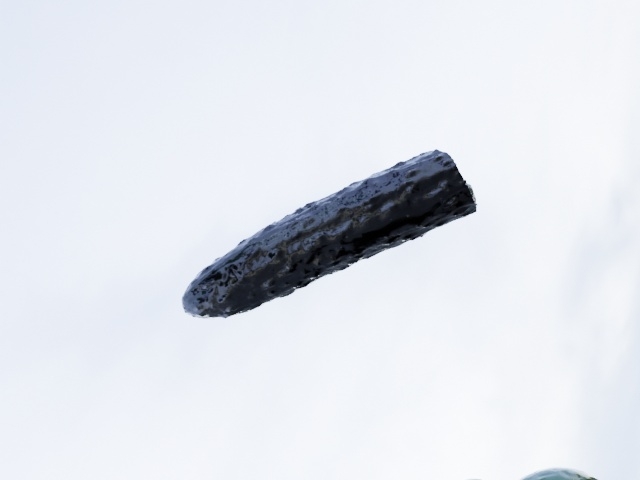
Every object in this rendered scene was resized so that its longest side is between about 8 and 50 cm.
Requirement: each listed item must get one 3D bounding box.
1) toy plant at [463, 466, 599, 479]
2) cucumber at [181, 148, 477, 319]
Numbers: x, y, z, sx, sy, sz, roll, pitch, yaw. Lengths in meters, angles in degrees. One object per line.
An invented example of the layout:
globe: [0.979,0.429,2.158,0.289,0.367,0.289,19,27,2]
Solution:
toy plant: [0.176,0.277,1.349,0.235,0.175,0.218,-34,-26,23]
cucumber: [0.000,0.000,1.483,0.081,0.303,0.072,50,-164,-68]
